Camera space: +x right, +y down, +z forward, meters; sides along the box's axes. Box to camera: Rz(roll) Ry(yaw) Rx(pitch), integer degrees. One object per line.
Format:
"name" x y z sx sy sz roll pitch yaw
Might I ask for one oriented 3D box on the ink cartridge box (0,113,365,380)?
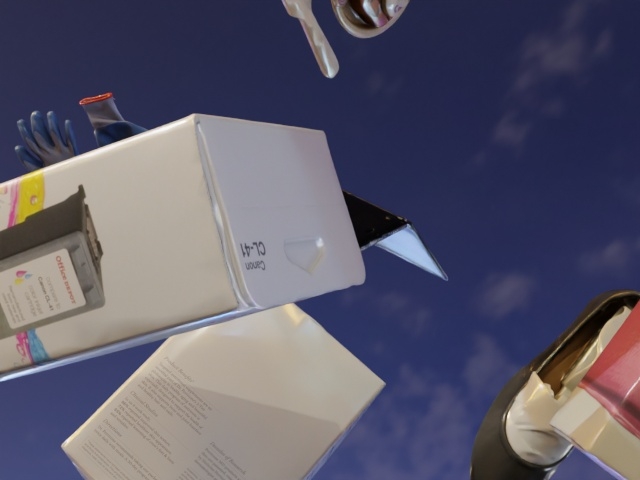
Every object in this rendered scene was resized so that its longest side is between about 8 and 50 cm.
"ink cartridge box" -0.153 0.016 0.753 0.306 0.226 0.131 -17 -93 21

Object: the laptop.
"laptop" 0.000 0.000 1.335 0.234 0.264 0.136 27 -51 36

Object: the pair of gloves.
"pair of gloves" -0.309 -0.118 1.398 0.198 0.023 0.159 -16 -59 15

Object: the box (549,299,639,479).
"box" 0.332 0.117 0.878 0.148 0.232 0.127 36 -1 -1

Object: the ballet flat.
"ballet flat" 0.251 0.152 1.067 0.095 0.280 0.096 38 -17 6

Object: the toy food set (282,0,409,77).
"toy food set" 0.053 -0.232 0.869 0.038 0.192 0.132 25 -19 34

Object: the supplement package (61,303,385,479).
"supplement package" -0.100 0.205 1.098 0.199 0.263 0.198 40 -20 9
